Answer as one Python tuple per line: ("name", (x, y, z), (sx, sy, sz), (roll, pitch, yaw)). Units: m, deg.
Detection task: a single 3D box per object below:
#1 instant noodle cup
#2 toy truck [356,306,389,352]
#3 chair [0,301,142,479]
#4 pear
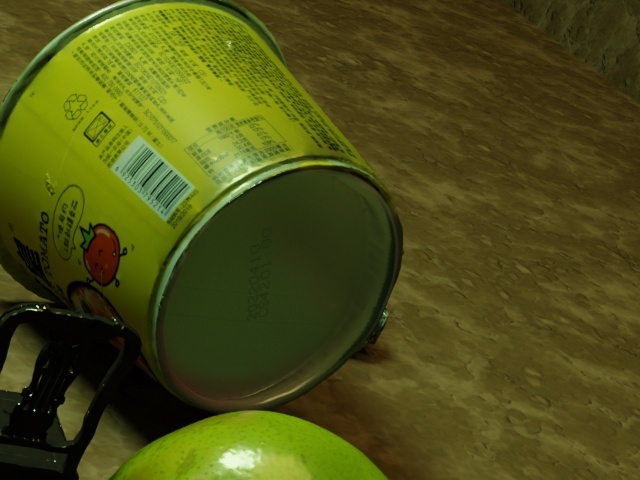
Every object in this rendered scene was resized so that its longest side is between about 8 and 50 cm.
("instant noodle cup", (-0.097, -0.020, 1.715), (0.325, 0.326, 0.254), (6, 25, -41))
("toy truck", (-0.030, 0.058, 1.977), (0.201, 0.074, 0.088), (16, 30, -23))
("chair", (-0.213, 0.117, 1.371), (0.106, 0.229, 0.113), (13, 25, -29))
("pear", (-0.062, 0.207, 1.388), (0.219, 0.187, 0.187), (12, 18, 9))
